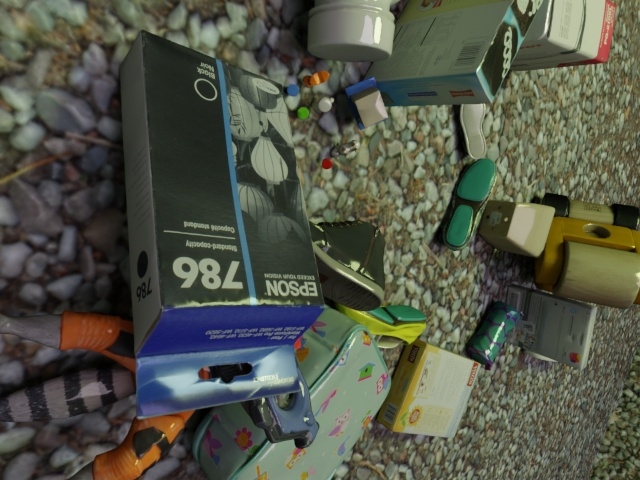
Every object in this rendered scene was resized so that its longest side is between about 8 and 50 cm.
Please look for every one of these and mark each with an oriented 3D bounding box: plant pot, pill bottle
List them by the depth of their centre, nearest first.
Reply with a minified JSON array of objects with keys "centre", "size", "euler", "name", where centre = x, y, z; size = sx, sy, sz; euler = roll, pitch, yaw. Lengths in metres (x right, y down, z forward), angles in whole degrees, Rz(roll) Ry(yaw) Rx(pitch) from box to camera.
[{"centre":[0.042,-0.335,0.509],"size":[0.131,0.131,0.229],"euler":[-6,105,-40],"name":"pill bottle"},{"centre":[0.396,-0.033,0.921],"size":[0.096,0.109,0.109],"euler":[16,91,-30],"name":"plant pot"}]

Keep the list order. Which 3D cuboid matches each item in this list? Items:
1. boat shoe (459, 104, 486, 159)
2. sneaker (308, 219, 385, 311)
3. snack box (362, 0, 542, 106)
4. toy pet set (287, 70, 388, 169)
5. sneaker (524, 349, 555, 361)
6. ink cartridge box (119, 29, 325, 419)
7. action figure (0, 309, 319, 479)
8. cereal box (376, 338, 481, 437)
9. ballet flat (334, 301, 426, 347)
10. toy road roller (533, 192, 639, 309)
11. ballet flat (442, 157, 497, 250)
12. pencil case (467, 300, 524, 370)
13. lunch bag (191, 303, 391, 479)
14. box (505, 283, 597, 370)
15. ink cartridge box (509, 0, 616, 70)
[{"centre":[0.277,-0.212,0.810],"size":[0.046,0.038,0.125],"euler":[-15,111,8],"name":"boat shoe"},{"centre":[0.000,0.000,0.611],"size":[0.222,0.083,0.118],"euler":[35,45,-25],"name":"sneaker"},{"centre":[0.209,-0.333,0.618],"size":[0.060,0.187,0.322],"euler":[38,76,-40],"name":"snack box"},{"centre":[0.028,-0.179,0.603],"size":[0.114,0.065,0.122],"euler":[-23,118,4],"name":"toy pet set"},{"centre":[0.686,0.256,1.249],"size":[0.282,0.102,0.161],"euler":[14,89,-42],"name":"sneaker"},{"centre":[-0.089,-0.022,0.415],"size":[0.165,0.065,0.333],"euler":[6,66,-43],"name":"ink cartridge box"},{"centre":[-0.159,0.082,0.469],"size":[0.330,0.178,0.341],"euler":[-12,81,-45],"name":"action figure"},{"centre":[0.227,0.302,0.894],"size":[0.240,0.047,0.173],"euler":[29,82,-42],"name":"cereal box"},{"centre":[0.093,0.137,0.722],"size":[0.231,0.077,0.077],"euler":[19,105,-44],"name":"ballet flat"},{"centre":[0.588,0.060,1.005],"size":[0.329,0.202,0.241],"euler":[-57,153,-49],"name":"toy road roller"},{"centre":[0.282,-0.065,0.846],"size":[0.070,0.070,0.188],"euler":[33,81,-41],"name":"ballet flat"},{"centre":[0.394,0.212,1.004],"size":[0.070,0.064,0.152],"euler":[48,69,-17],"name":"pencil case"},{"centre":[-0.027,0.246,0.612],"size":[0.279,0.108,0.224],"euler":[-46,138,-20],"name":"lunch bag"},{"centre":[0.524,0.196,1.031],"size":[0.038,0.186,0.145],"euler":[-7,105,-40],"name":"box"},{"centre":[0.357,-0.358,0.750],"size":[0.237,0.172,0.100],"euler":[-8,106,-39],"name":"ink cartridge box"}]
